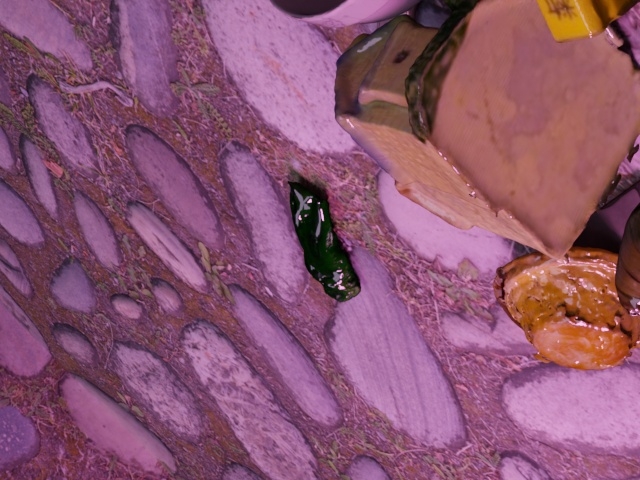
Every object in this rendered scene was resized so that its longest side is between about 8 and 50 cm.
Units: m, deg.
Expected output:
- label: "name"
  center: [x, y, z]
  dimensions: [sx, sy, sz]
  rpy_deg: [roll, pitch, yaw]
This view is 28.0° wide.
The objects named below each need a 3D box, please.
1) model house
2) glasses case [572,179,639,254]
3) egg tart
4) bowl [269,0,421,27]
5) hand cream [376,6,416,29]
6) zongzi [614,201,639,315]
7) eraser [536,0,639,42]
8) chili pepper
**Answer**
- label: "model house"
  center: [0.176, -0.164, 1.482]
  dimensions: [0.321, 0.261, 0.266]
  rpy_deg: [40, 167, -33]
- label: "glasses case"
  center: [0.369, -0.009, 1.625]
  dimensions: [0.072, 0.042, 0.190]
  rpy_deg: [53, 149, 5]
- label: "egg tart"
  center: [0.337, 0.096, 1.662]
  dimensions: [0.241, 0.106, 0.241]
  rpy_deg: [11, 150, 7]
- label: "bowl"
  center: [0.065, -0.366, 1.423]
  dimensions: [0.287, 0.144, 0.287]
  rpy_deg: [-18, 67, 50]
- label: "hand cream"
  center: [0.097, -0.271, 1.656]
  dimensions: [0.067, 0.043, 0.209]
  rpy_deg: [28, 139, 27]
- label: "zongzi"
  center: [0.496, 0.021, 1.252]
  dimensions: [0.360, 0.323, 0.160]
  rpy_deg: [27, 135, 23]
- label: "eraser"
  center: [0.255, -0.328, 1.291]
  dimensions: [0.069, 0.158, 0.226]
  rpy_deg: [-5, 122, 49]
- label: "chili pepper"
  center: [-0.002, 0.001, 2.053]
  dimensions: [0.098, 0.061, 0.224]
  rpy_deg: [18, 141, 48]
